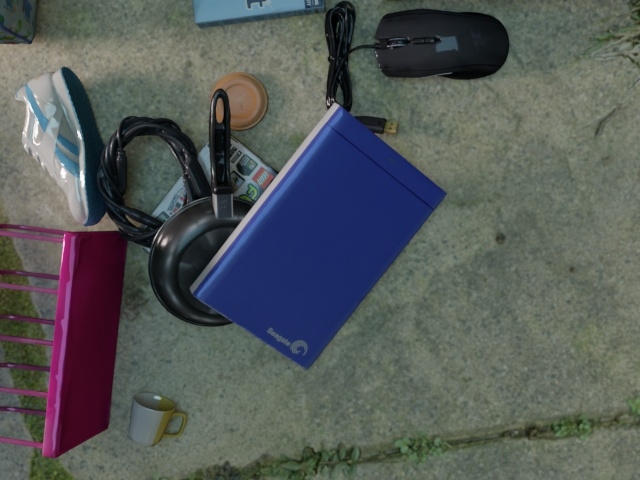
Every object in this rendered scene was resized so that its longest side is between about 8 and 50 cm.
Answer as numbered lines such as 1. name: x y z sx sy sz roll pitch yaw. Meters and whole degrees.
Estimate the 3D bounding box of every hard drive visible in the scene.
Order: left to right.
1. hard drive: 0.000 0.000 1.465 0.210 0.040 0.319 36 94 -27

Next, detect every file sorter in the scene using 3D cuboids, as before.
1. file sorter: -0.396 0.123 1.468 0.182 0.202 0.291 6 92 8

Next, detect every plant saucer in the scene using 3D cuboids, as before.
1. plant saucer: -0.117 -0.199 1.528 0.083 0.013 0.083 0 92 5

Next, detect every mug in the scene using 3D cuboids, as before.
1. mug: -0.239 0.262 1.528 0.078 0.062 0.064 19 101 10

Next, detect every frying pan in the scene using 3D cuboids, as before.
1. frying pan: -0.113 -0.023 1.469 0.197 0.053 0.326 19 104 -24

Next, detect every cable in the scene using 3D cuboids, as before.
1. cable: -0.238 -0.085 1.493 0.150 0.047 0.184 -25 93 10

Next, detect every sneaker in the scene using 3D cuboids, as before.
1. sneaker: -0.364 -0.126 1.521 0.092 0.087 0.229 -18 83 12

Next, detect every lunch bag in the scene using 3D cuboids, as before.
1. lunch bag: -0.443 -0.361 1.448 0.090 0.219 0.176 3 93 -2

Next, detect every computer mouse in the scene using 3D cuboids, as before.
1. computer mouse: 0.128 -0.237 1.484 0.262 0.060 0.184 6 91 5

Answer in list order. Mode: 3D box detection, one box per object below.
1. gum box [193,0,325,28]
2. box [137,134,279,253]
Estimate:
1. gum box: -0.093 -0.391 1.508 0.184 0.041 0.157 -6 91 4
2. box: -0.162 -0.047 1.524 0.114 0.036 0.207 39 94 3
